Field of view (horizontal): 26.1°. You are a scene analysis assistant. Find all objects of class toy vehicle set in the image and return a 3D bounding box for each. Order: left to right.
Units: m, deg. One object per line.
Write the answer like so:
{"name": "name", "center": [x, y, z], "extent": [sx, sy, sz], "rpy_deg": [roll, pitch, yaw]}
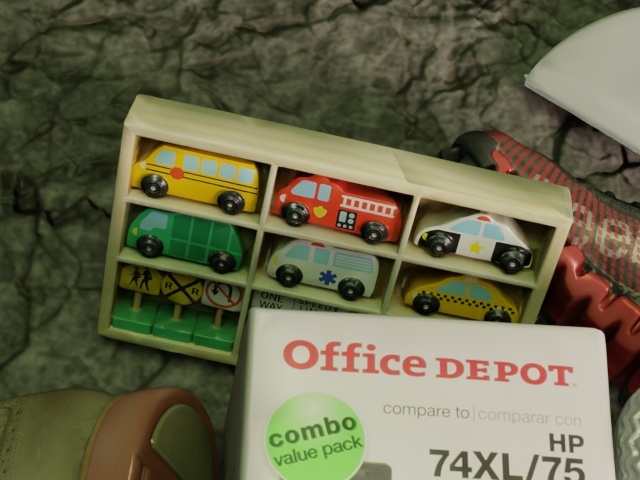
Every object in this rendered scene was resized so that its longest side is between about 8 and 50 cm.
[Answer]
{"name": "toy vehicle set", "center": [0.003, 0.015, 0.853], "extent": [0.267, 0.166, 0.035], "rpy_deg": [12, 36, -1]}

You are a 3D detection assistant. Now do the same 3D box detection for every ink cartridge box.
{"name": "ink cartridge box", "center": [0.043, 0.199, 0.753], "extent": [0.198, 0.197, 0.270], "rpy_deg": [4, 65, -5]}

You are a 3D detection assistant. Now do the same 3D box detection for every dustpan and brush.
{"name": "dustpan and brush", "center": [0.266, -0.138, 1.020], "extent": [0.147, 0.060, 0.211], "rpy_deg": [35, 72, 23]}

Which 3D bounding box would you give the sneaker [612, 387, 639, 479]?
{"name": "sneaker", "center": [0.318, 0.175, 0.786], "extent": [0.366, 0.210, 0.137], "rpy_deg": [13, 65, -5]}

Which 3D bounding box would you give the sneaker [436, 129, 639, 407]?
{"name": "sneaker", "center": [0.200, 0.017, 0.911], "extent": [0.135, 0.097, 0.276], "rpy_deg": [-40, 78, -21]}

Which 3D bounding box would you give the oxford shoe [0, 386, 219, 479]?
{"name": "oxford shoe", "center": [-0.162, 0.272, 0.756], "extent": [0.146, 0.140, 0.397], "rpy_deg": [1, 64, 23]}
